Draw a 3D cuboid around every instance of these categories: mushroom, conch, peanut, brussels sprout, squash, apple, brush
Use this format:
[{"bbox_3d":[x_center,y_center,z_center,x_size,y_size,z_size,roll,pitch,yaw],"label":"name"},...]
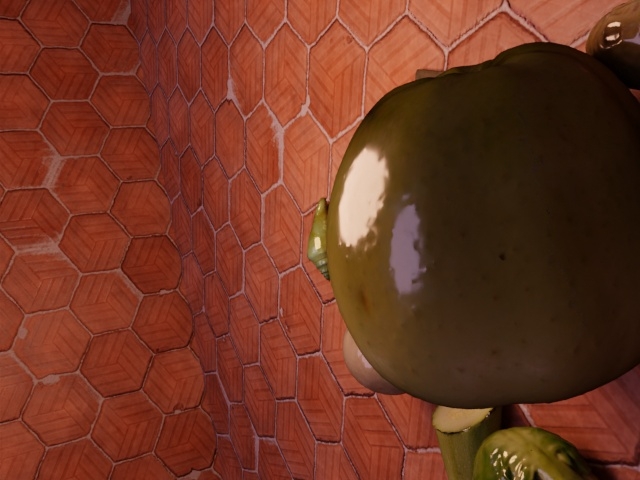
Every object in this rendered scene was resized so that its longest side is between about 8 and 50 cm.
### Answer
[{"bbox_3d":[0.151,0.225,1.276,0.207,0.207,0.215,60,175,32],"label":"mushroom"},{"bbox_3d":[0.004,0.002,1.555,0.095,0.079,0.201,126,147,-66],"label":"conch"},{"bbox_3d":[0.430,-0.231,0.739,0.236,0.110,0.120,32,111,50],"label":"peanut"},{"bbox_3d":[0.342,0.404,0.996,0.223,0.161,0.223,-5,83,45],"label":"brussels sprout"},{"bbox_3d":[0.272,0.418,1.155,0.137,0.137,0.288,18,115,57],"label":"squash"},{"bbox_3d":[0.225,-0.017,0.810,0.473,0.473,0.474,21,115,56],"label":"apple"},{"bbox_3d":[0.246,-0.283,1.111,0.248,0.036,0.043,29,117,54],"label":"brush"}]
